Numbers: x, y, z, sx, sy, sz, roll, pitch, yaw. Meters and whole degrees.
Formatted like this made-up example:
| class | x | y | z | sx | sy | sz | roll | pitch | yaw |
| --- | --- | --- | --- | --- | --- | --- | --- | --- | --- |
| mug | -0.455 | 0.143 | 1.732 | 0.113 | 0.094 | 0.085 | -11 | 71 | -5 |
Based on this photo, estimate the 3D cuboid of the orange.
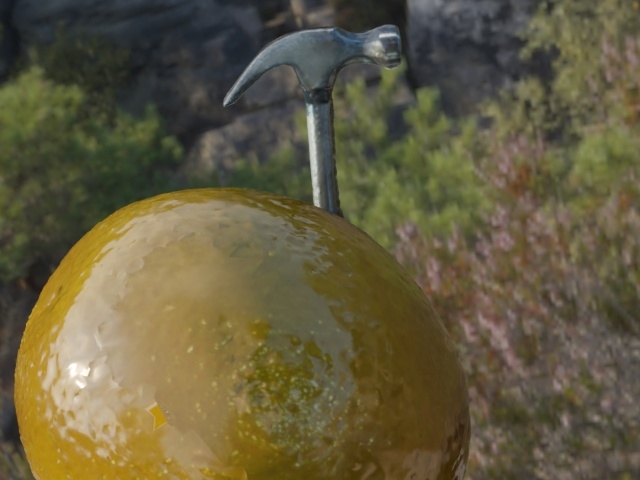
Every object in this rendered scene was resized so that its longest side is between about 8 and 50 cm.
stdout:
| class | x | y | z | sx | sy | sz | roll | pitch | yaw |
| --- | --- | --- | --- | --- | --- | --- | --- | --- | --- |
| orange | -0.040 | 0.082 | 0.743 | 0.236 | 0.236 | 0.236 | -10 | 41 | 9 |

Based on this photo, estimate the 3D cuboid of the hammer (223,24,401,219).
| class | x | y | z | sx | sy | sz | roll | pitch | yaw |
| --- | --- | --- | --- | --- | --- | --- | --- | --- | --- |
| hammer | 0.000 | 0.000 | 0.851 | 0.103 | 0.246 | 0.029 | -3 | 12 | -1 |
